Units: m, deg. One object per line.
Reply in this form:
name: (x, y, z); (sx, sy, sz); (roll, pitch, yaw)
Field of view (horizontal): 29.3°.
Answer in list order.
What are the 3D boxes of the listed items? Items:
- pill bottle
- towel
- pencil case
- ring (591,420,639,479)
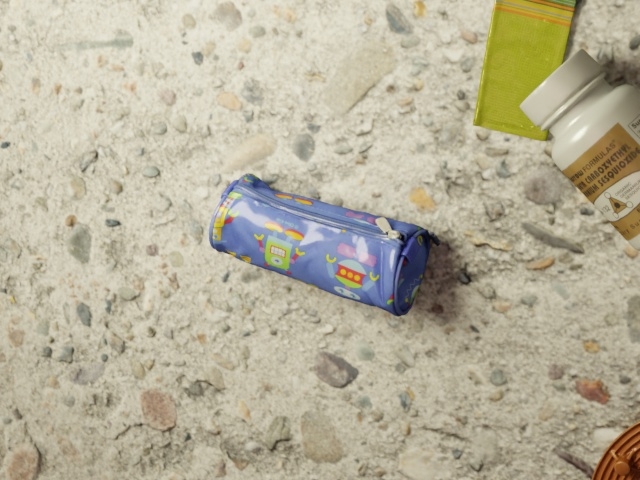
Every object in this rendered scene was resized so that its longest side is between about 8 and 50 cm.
pill bottle: (0.351, -0.111, 1.456); (0.229, 0.131, 0.131); (48, 119, 4)
towel: (0.255, -0.245, 1.519); (0.102, 0.021, 0.237); (16, 113, 20)
pencil case: (0.000, 0.000, 1.660); (0.306, 0.119, 0.133); (18, 138, 18)
ring: (0.517, 0.373, 1.600); (0.337, 0.032, 0.336); (8, 111, 23)
